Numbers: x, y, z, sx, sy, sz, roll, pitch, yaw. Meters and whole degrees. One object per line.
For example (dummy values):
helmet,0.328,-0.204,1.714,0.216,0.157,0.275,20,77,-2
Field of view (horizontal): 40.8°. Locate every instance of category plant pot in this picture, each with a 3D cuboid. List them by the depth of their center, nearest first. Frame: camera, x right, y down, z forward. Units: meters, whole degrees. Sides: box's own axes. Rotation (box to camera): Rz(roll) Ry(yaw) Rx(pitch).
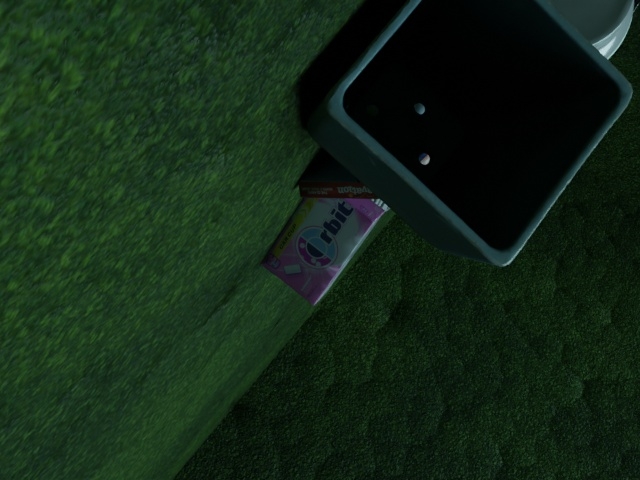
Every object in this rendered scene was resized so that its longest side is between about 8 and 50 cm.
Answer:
plant pot,0.133,-0.137,0.968,0.248,0.247,0.252,-51,-170,-11

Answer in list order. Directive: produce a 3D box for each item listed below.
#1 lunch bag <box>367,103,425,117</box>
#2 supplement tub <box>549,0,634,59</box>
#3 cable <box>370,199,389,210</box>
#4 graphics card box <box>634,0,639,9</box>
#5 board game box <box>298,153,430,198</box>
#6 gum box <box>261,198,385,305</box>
lunch bag,0.147,-0.218,1.236,0.151,0.096,0.129,-32,161,-46
supplement tub,0.333,-0.333,1.307,0.235,0.235,0.325,-52,174,-2
cable,0.154,-0.156,1.688,0.257,0.089,0.257,-55,174,31
graphics card box,0.482,-0.434,1.849,0.094,0.233,0.371,-47,172,-40
board game box,0.092,-0.118,1.246,0.281,0.145,0.027,-43,129,-57
gum box,0.000,0.000,1.326,0.188,0.107,0.062,-56,173,27
